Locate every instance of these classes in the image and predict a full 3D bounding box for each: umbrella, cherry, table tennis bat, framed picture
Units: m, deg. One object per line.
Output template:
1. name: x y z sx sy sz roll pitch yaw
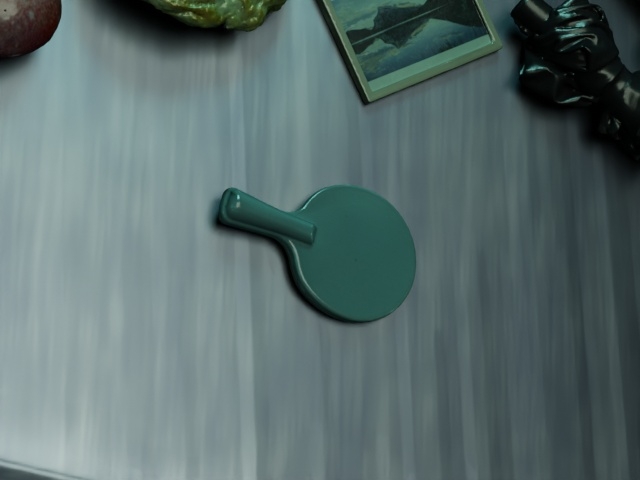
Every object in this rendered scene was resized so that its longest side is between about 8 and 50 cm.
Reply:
1. umbrella: 0.337 -0.193 1.800 0.272 0.122 0.110 39 22 -8
2. cherry: -0.300 -0.266 1.542 0.107 0.090 0.225 28 50 -1
3. table tennis bat: 0.000 0.000 1.639 0.244 0.040 0.153 21 70 -23
4. framed picture: 0.104 -0.259 1.754 0.203 0.015 0.150 -24 89 -27

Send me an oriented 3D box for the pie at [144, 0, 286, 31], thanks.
1. pie: -0.127 -0.316 1.620 0.248 0.090 0.201 9 76 -27
